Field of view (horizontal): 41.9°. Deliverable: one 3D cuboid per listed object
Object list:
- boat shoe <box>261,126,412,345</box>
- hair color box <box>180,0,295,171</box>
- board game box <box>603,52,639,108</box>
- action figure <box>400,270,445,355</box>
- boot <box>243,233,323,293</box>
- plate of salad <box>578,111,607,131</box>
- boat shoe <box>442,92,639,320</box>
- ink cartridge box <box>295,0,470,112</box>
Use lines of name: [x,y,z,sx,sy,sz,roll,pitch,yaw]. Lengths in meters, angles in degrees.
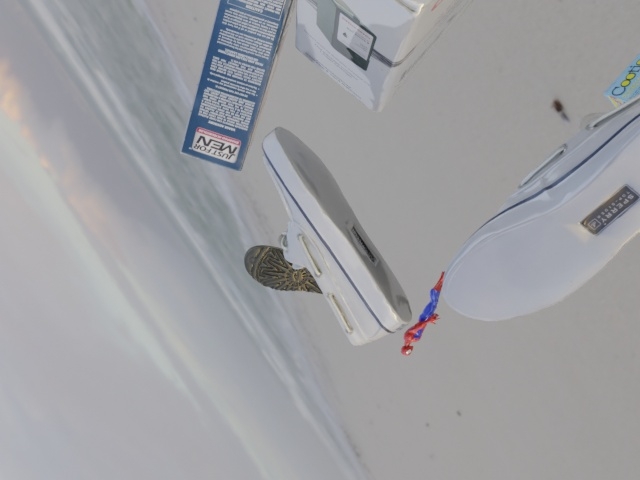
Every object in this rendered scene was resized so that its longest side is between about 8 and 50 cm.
boat shoe: [0.000,0.000,0.956,0.267,0.088,0.096,55,-159,-8]
hair color box: [-0.111,-0.301,1.277,0.105,0.347,0.174,18,-151,-5]
board game box: [0.713,-0.265,1.618,0.142,0.144,0.275,40,-176,-28]
action figure: [0.132,0.093,1.037,0.030,0.115,0.038,34,-173,8]
boot: [-0.052,0.023,1.462,0.190,0.076,0.208,19,-161,-17]
plate of salad: [0.381,-0.081,0.954,0.200,0.200,0.048,50,134,33]
boat shoe: [0.207,-0.028,0.684,0.095,0.258,0.084,43,-152,-19]
ink cartridge box: [0.087,-0.260,0.750,0.121,0.211,0.289,40,174,2]
